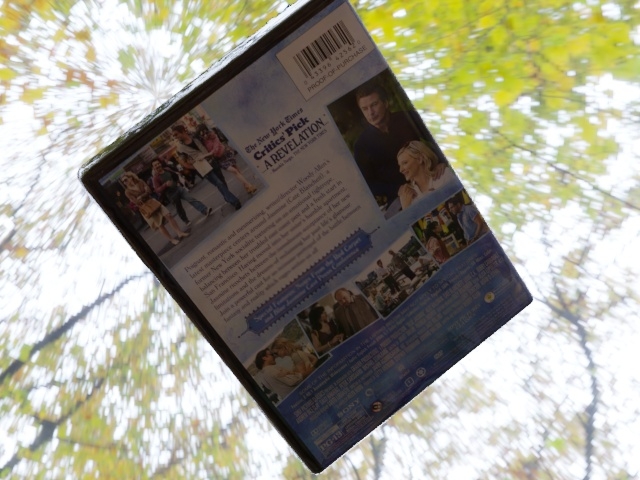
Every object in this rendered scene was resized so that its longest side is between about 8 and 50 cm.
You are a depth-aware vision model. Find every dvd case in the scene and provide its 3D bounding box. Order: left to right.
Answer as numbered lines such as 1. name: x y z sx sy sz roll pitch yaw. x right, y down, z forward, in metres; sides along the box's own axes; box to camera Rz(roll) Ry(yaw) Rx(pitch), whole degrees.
1. dvd case: 0.000 0.000 0.841 0.180 0.022 0.253 -38 -61 -5
